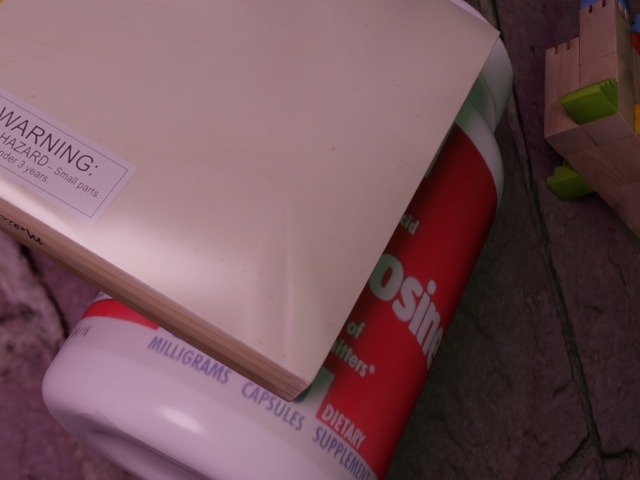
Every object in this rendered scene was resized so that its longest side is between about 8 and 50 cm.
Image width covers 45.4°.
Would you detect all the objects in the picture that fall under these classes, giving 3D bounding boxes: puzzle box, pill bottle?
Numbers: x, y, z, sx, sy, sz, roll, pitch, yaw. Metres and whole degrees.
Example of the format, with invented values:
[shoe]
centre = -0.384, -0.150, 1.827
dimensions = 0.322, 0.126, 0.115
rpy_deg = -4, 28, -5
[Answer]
[puzzle box]
centre = -0.122, -0.128, 0.443
dimensions = 0.409, 0.052, 0.272
rpy_deg = 32, 62, 0
[pill bottle]
centre = 0.000, 0.000, 0.580
dimensions = 0.229, 0.229, 0.408
rpy_deg = 47, 58, -32

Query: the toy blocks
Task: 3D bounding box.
[toy blocks]
centre = 0.424, -0.187, 1.055
dimensions = 0.381, 0.190, 0.261
rpy_deg = 34, 54, -37
